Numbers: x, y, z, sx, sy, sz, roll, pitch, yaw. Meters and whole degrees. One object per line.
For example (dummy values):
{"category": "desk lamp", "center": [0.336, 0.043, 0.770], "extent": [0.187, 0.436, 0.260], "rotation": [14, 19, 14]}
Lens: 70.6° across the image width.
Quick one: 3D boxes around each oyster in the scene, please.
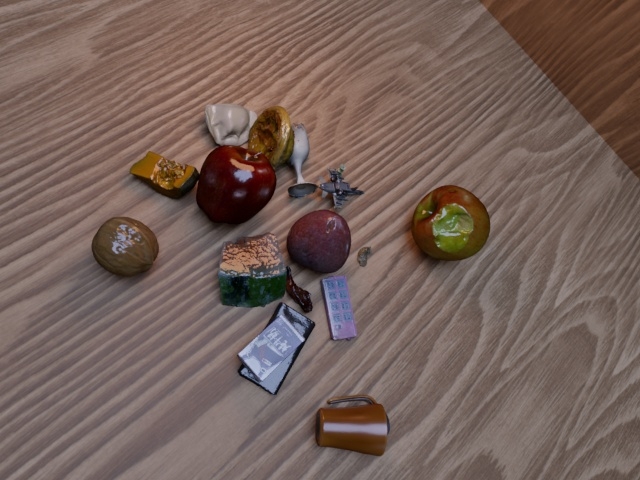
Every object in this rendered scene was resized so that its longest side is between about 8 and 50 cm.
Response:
{"category": "oyster", "center": [0.201, 0.066, 1.980], "extent": [0.080, 0.038, 0.083], "rotation": [-11, 74, -23]}

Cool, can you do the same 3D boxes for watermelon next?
{"category": "watermelon", "center": [-0.272, 0.102, 1.755], "extent": [0.264, 0.151, 0.302], "rotation": [-4, 73, -18]}

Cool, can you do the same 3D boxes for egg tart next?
{"category": "egg tart", "center": [-0.198, -0.419, 1.905], "extent": [0.115, 0.290, 0.290], "rotation": [8, 67, -42]}

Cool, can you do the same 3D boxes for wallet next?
{"category": "wallet", "center": [-0.165, 0.412, 1.743], "extent": [0.170, 0.044, 0.321], "rotation": [33, 68, -3]}

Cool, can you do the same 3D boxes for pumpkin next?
{"category": "pumpkin", "center": [-0.606, -0.251, 1.799], "extent": [0.248, 0.126, 0.131], "rotation": [23, 73, 12]}

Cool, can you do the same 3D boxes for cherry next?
{"category": "cherry", "center": [0.000, 0.000, 1.818], "extent": [0.261, 0.307, 0.221], "rotation": [24, 40, -5]}

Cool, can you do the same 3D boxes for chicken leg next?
{"category": "chicken leg", "center": [-0.096, 0.202, 1.835], "extent": [0.205, 0.053, 0.093], "rotation": [56, 42, -1]}

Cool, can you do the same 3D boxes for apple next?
{"category": "apple", "center": [0.575, -0.068, 1.987], "extent": [0.339, 0.339, 0.339], "rotation": [6, 70, -16]}
{"category": "apple", "center": [-0.330, -0.218, 1.754], "extent": [0.288, 0.317, 0.288], "rotation": [29, 28, -17]}

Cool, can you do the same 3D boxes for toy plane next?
{"category": "toy plane", "center": [0.105, -0.230, 2.008], "extent": [0.262, 0.088, 0.192], "rotation": [-2, 74, -29]}

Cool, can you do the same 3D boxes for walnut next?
{"category": "walnut", "center": [-0.694, 0.024, 1.620], "extent": [0.228, 0.228, 0.228], "rotation": [6, 70, -16]}

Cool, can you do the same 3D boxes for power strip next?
{"category": "power strip", "center": [0.074, 0.276, 1.867], "extent": [0.109, 0.037, 0.279], "rotation": [-5, 73, -20]}

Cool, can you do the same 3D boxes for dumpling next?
{"category": "dumpling", "center": [-0.385, -0.498, 1.960], "extent": [0.252, 0.131, 0.179], "rotation": [-9, 94, -42]}

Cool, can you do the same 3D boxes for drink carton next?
{"category": "drink carton", "center": [-0.185, 0.395, 1.669], "extent": [0.222, 0.102, 0.134], "rotation": [-41, 88, -19]}

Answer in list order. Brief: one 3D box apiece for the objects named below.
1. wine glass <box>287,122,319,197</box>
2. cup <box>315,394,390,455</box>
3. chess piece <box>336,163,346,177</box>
{"category": "wine glass", "center": [-0.100, -0.354, 1.977], "extent": [0.143, 0.143, 0.321], "rotation": [-5, 71, -19]}
{"category": "cup", "center": [0.118, 0.679, 1.688], "extent": [0.264, 0.182, 0.226], "rotation": [6, 37, -9]}
{"category": "chess piece", "center": [0.088, -0.314, 2.045], "extent": [0.042, 0.093, 0.042], "rotation": [6, 69, -15]}
